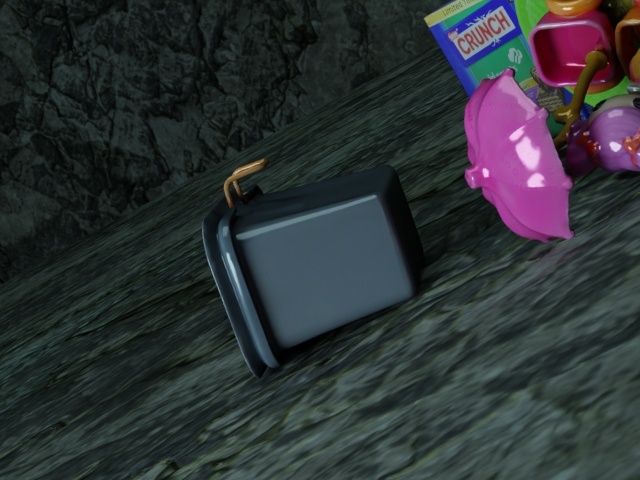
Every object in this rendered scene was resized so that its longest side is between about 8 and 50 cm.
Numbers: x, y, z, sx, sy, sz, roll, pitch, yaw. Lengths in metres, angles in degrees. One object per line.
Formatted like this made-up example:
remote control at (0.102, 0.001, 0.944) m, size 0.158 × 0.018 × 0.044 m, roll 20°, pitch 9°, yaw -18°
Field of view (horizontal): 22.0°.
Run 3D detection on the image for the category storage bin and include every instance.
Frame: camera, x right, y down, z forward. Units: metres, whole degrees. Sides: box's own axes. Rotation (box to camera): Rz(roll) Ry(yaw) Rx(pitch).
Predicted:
storage bin at (0.000, 0.000, 0.852) m, size 0.091 × 0.098 × 0.135 m, roll -19°, pitch 8°, yaw 8°

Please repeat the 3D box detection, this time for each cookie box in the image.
cookie box at (0.130, -0.119, 1.059) m, size 0.040 × 0.107 × 0.092 m, roll -35°, pitch 8°, yaw -33°

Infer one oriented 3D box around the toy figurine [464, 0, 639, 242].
toy figurine at (0.139, -0.063, 0.751) m, size 0.173 × 0.130 × 0.159 m, roll 4°, pitch 41°, yaw 33°
